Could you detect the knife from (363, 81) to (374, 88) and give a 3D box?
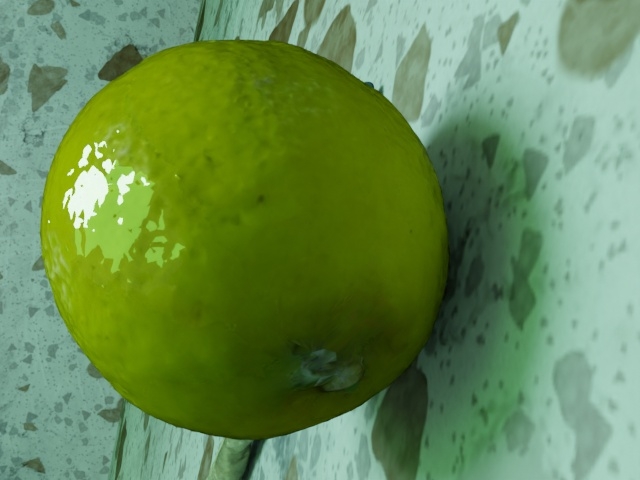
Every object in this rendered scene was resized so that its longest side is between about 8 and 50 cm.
[{"bbox_3d":[0.000,0.000,0.751,0.044,0.019,0.313,-107,30,-54],"label":"knife"}]

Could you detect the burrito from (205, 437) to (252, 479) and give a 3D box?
[{"bbox_3d":[-0.087,0.219,0.852,0.045,0.041,0.185,-32,-30,-50],"label":"burrito"}]

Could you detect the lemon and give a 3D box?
[{"bbox_3d":[-0.037,0.009,0.481,0.219,0.240,0.240,58,136,50],"label":"lemon"}]
